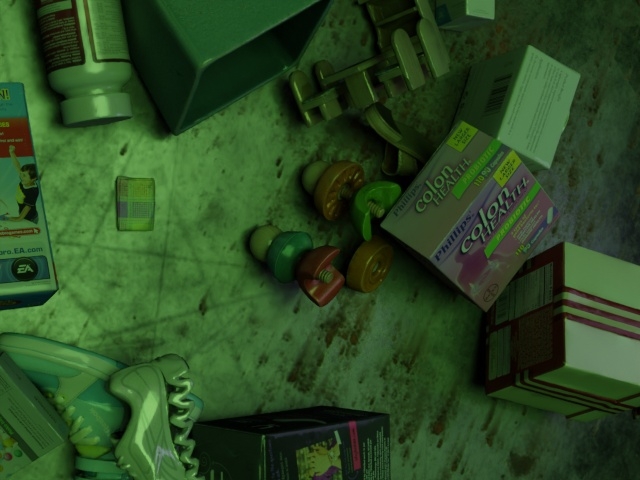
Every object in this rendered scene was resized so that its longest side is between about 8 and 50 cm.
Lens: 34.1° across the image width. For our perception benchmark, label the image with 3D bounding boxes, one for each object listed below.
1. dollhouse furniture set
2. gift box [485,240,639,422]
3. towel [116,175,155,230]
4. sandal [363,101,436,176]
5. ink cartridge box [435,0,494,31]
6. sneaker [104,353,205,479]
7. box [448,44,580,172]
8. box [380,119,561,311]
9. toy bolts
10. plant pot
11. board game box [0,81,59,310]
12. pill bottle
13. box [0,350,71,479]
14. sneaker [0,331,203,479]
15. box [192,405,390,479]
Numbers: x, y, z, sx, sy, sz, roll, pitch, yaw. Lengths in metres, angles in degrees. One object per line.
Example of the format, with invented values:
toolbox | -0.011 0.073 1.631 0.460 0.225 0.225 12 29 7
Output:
dollhouse furniture set | 0.087 -0.312 1.664 0.242 0.212 0.161 -33 105 -49
gift box | 0.440 0.162 1.797 0.258 0.276 0.255 16 68 -21
towel | -0.279 -0.056 1.581 0.060 0.009 0.083 0 89 -27
sandal | 0.127 -0.148 1.748 0.240 0.079 0.088 32 31 -47
ink cartridge box | 0.249 -0.461 1.800 0.060 0.104 0.180 3 86 -25
sneaker | -0.225 0.307 1.428 0.118 0.110 0.292 -8 85 -27
box | 0.323 -0.215 1.784 0.119 0.182 0.181 25 77 -21
box | 0.249 -0.034 1.692 0.214 0.117 0.243 -52 140 -1
toy bolts | 0.000 0.000 1.675 0.228 0.158 0.218 -42 146 -31
plant pot | -0.169 -0.352 1.528 0.247 0.247 0.252 -34 85 -23
board game box | -0.525 -0.052 1.365 0.308 0.086 0.302 -5 74 -30
pill bottle | -0.337 -0.279 1.499 0.121 0.121 0.221 -10 93 -26
box | -0.457 0.256 1.414 0.186 0.038 0.145 -32 105 14
sneaker | -0.336 0.266 1.478 0.319 0.127 0.208 26 76 -22
box | -0.039 0.334 1.557 0.270 0.165 0.143 2 87 -45
